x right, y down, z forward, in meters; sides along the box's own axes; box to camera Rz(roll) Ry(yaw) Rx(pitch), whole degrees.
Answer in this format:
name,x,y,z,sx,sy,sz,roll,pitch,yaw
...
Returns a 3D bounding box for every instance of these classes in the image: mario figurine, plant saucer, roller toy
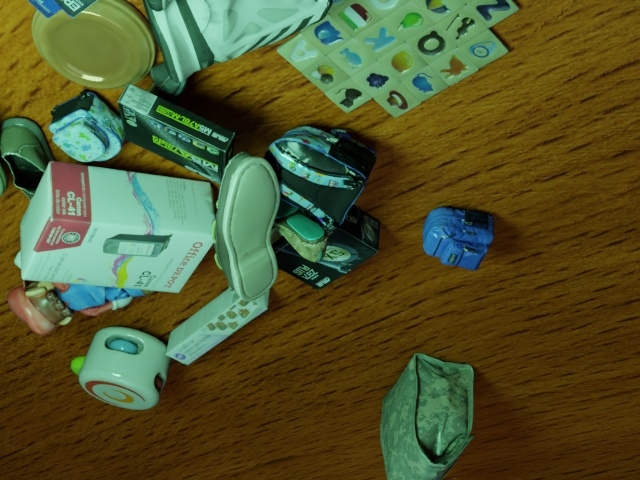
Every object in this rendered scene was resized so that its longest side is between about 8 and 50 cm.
name,x,y,z,sx,sy,sz,roll,pitch,yaw
mario figurine,-0.504,0.075,1.996,0.321,0.170,0.198,-17,100,13
plant saucer,-0.362,-0.311,1.524,0.200,0.037,0.200,5,141,4
roller toy,-0.440,0.288,2.196,0.191,0.146,0.209,-16,138,42

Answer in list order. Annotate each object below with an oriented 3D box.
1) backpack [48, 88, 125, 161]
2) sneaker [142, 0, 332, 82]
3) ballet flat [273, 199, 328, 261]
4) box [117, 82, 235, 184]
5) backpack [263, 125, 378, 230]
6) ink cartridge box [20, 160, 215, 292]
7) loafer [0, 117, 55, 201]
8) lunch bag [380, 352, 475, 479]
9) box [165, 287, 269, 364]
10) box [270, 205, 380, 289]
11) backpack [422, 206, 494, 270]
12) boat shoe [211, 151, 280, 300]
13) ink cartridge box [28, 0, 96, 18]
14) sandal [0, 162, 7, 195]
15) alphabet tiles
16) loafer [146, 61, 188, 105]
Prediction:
name,x,y,z,sx,sy,sz,roll,pitch,yaw
backpack,-0.397,-0.185,1.650,0.105,0.084,0.114,-19,138,34
sneaker,-0.117,-0.383,1.252,0.258,0.169,0.447,-20,165,-7
ballet flat,-0.052,-0.025,1.712,0.073,0.206,0.067,-19,129,-19
box,-0.236,-0.172,1.588,0.191,0.045,0.184,25,162,-1
backpack,-0.009,-0.123,1.640,0.173,0.117,0.158,27,138,-3
ink cartridge box,-0.371,-0.018,1.753,0.306,0.131,0.226,8,145,-27
loafer,-0.525,-0.111,1.758,0.094,0.087,0.251,-4,140,14
lunch bag,0.239,0.440,2.168,0.169,0.287,0.235,15,140,-9
box,-0.226,0.176,2.088,0.063,0.067,0.324,29,136,-25
box,0.000,0.000,1.823,0.147,0.077,0.180,31,136,-27
backpack,0.249,-0.006,1.762,0.120,0.101,0.098,15,134,-4
boat shoe,-0.138,-0.032,1.666,0.117,0.097,0.324,-30,143,-25
ink cartridge box,-0.331,-0.426,1.331,0.333,0.065,0.165,-26,132,28
sandal,-0.629,-0.161,1.683,0.120,0.086,0.302,30,148,21
alphabet tiles,0.111,-0.321,1.460,0.343,0.011,0.285,-27,131,35
loafer,-0.246,-0.263,1.549,0.061,0.062,0.170,21,139,-11
